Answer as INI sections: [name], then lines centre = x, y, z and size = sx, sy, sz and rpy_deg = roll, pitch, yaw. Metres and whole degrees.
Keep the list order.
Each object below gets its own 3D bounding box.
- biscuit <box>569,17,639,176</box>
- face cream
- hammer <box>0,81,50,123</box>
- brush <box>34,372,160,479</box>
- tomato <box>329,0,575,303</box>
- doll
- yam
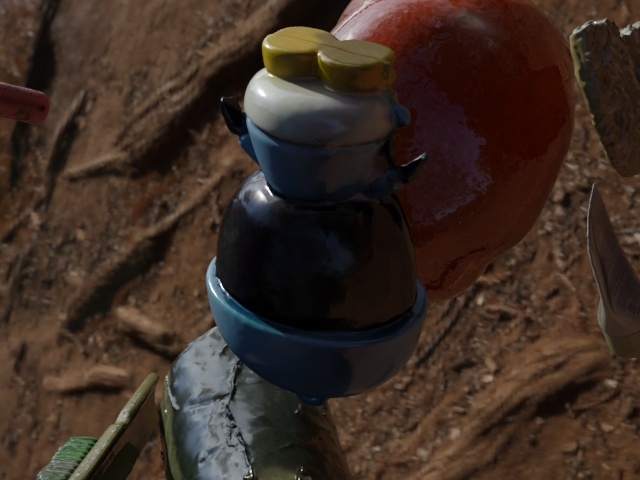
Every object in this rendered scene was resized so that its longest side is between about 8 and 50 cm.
[biscuit]
centre = 0.259, -0.122, 0.940
size = 0.032, 0.250, 0.133
rpy_deg = -10, 95, 26
[face cream]
centre = 0.367, 0.046, 1.386
size = 0.070, 0.224, 0.114
rpy_deg = -11, 36, 27
[hammer]
centre = -0.347, -0.156, 1.244
size = 0.043, 0.083, 0.043
rpy_deg = -6, 82, 41
[brush]
centre = -0.178, 0.174, 0.913
size = 0.282, 0.048, 0.054
rpy_deg = -64, -26, -79
[tomato]
centre = 0.097, -0.115, 1.132
size = 0.341, 0.272, 0.341
rpy_deg = -59, 14, 23
[doll]
centre = 0.000, 0.000, 0.825
size = 0.177, 0.141, 0.314
rpy_deg = 18, 124, 21
[yam]
centre = -0.046, 0.214, 0.912
size = 0.168, 0.168, 0.304
rpy_deg = -55, 28, 18
